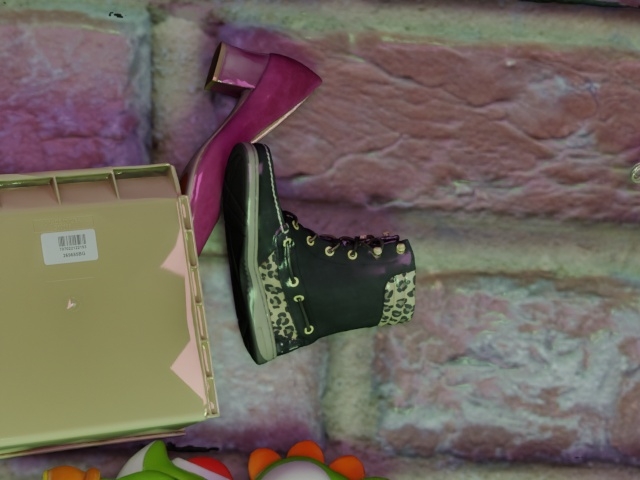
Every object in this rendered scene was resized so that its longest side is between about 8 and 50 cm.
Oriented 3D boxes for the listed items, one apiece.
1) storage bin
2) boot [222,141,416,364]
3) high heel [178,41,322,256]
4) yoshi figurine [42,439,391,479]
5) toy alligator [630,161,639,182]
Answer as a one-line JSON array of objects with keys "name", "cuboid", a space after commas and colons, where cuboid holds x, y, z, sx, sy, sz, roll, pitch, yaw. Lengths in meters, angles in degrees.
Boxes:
[{"name": "storage bin", "cuboid": [-0.253, 0.070, 1.830, 0.262, 0.123, 0.260, -5, 81, -24]}, {"name": "boot", "cuboid": [0.000, 0.000, 1.901, 0.178, 0.085, 0.236, -11, 116, -14]}, {"name": "high heel", "cuboid": [-0.077, -0.077, 1.941, 0.117, 0.082, 0.244, 17, 74, -14]}, {"name": "yoshi figurine", "cuboid": [-0.086, 0.308, 1.827, 0.362, 0.203, 0.203, -2, 98, -12]}, {"name": "toy alligator", "cuboid": [0.396, -0.126, 2.038, 0.189, 0.056, 0.051, -30, 46, -11]}]
